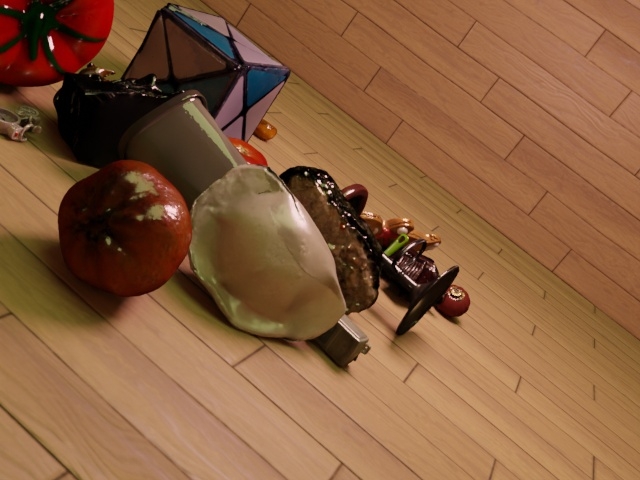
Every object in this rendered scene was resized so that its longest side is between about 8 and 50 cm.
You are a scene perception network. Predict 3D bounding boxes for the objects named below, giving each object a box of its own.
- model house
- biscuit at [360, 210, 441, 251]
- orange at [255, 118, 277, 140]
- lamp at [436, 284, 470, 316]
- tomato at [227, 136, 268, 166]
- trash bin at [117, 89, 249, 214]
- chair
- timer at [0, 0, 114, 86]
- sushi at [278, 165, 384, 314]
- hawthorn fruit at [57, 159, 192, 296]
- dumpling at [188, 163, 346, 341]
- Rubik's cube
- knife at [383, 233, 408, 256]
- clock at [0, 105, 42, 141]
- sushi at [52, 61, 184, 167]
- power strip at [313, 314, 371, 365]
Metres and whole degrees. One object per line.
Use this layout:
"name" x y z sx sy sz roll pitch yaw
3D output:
"model house" 0.228 0.097 2.115 0.164 0.141 0.203 -13 27 -39
"biscuit" 0.178 -0.009 2.166 0.340 0.216 0.047 25 56 -50
"orange" -0.189 -0.368 2.555 0.086 0.062 0.086 35 2 -2
"lamp" 0.378 0.172 2.199 0.101 0.090 0.101 6 50 -7
"tomato" -0.223 -0.175 1.916 0.195 0.136 0.195 29 22 -13
"trash bin" -0.259 -0.140 1.617 0.250 0.220 0.219 47 -19 11
"chair" 0.120 0.023 1.901 0.401 0.226 0.226 41 19 18
"timer" -0.644 -0.525 1.648 0.378 0.378 0.279 11 31 -52
"sushi" 0.000 0.000 1.705 0.350 0.211 0.171 64 18 -9
"hawthorn fruit" -0.310 -0.019 1.290 0.224 0.224 0.261 40 6 11
"dumpling" -0.110 0.045 1.480 0.181 0.260 0.341 20 -44 52
"Rubik's cube" -0.315 -0.430 2.097 0.305 0.307 0.310 43 22 14
"knife" 0.167 0.037 2.071 0.078 0.166 0.022 49 -8 30
"clock" -0.611 -0.240 1.548 0.087 0.041 0.129 34 24 8
"sushi" -0.459 -0.275 1.692 0.227 0.215 0.212 -12 42 -38
"power strip" -0.012 0.150 1.590 0.272 0.078 0.052 43 21 19
